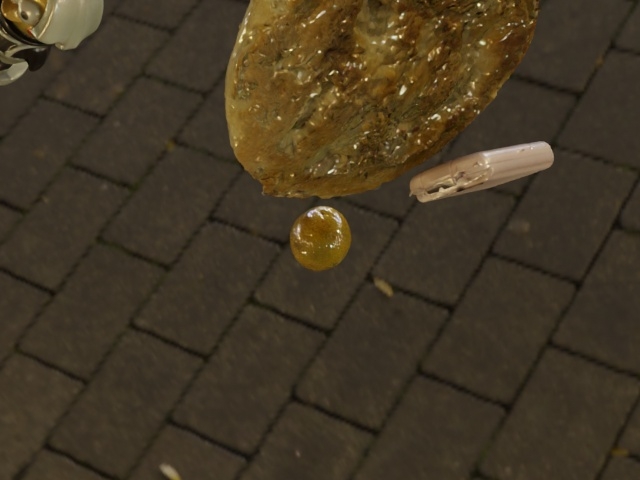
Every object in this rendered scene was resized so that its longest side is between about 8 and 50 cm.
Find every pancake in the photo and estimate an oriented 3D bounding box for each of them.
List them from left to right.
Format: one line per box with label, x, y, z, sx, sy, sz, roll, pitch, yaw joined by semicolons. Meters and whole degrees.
pancake;0.053;-0.174;1.236;0.356;0.356;0.065;-38;55;-13

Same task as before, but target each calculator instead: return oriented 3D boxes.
calculator;0.168;-0.071;1.371;0.100;0.175;0.032;-19;87;40

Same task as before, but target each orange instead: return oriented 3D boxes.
orange;0.000;0.000;1.816;0.085;0.095;0.085;2;43;-2

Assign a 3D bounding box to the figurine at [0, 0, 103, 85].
figurine;-0.401;-0.321;1.808;0.236;0.176;0.133;-23;10;45
